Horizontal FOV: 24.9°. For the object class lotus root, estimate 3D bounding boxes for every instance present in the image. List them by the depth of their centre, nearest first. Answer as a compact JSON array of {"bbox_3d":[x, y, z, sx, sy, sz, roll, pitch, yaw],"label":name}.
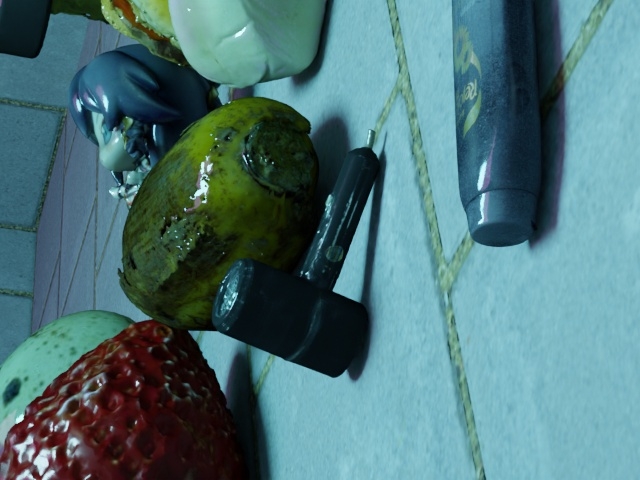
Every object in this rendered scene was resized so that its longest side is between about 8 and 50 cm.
[{"bbox_3d":[-0.106,-0.017,1.518,0.397,0.179,0.196,-44,24,58],"label":"lotus root"}]

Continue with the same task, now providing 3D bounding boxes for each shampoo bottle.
[{"bbox_3d":[0.120,-0.109,0.996,0.087,0.049,0.233,125,149,-62],"label":"shampoo bottle"}]

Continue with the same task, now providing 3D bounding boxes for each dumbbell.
[{"bbox_3d":[-0.286,-0.331,1.997,0.204,0.322,0.203,-171,90,-74],"label":"dumbbell"}]

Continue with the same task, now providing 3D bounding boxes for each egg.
[{"bbox_3d":[-0.316,0.278,1.876,0.379,0.287,0.287,-67,17,2],"label":"egg"}]

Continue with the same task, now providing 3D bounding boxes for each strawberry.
[{"bbox_3d":[-0.217,0.253,1.572,0.310,0.292,0.291,-120,41,-55],"label":"strawberry"}]

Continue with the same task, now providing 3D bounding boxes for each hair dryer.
[{"bbox_3d":[0.000,0.000,1.273,0.219,0.124,0.071,-67,18,-6],"label":"hair dryer"}]

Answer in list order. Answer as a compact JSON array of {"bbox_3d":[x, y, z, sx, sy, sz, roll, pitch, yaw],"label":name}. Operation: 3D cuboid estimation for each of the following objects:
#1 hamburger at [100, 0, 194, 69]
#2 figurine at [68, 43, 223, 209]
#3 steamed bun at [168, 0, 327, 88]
[{"bbox_3d":[-0.145,-0.325,1.714,0.163,0.244,0.244,-16,65,53],"label":"hamburger"},{"bbox_3d":[-0.200,-0.113,1.778,0.175,0.197,0.265,-27,93,46],"label":"figurine"},{"bbox_3d":[-0.090,-0.289,1.546,0.170,0.152,0.238,-4,78,48],"label":"steamed bun"}]
